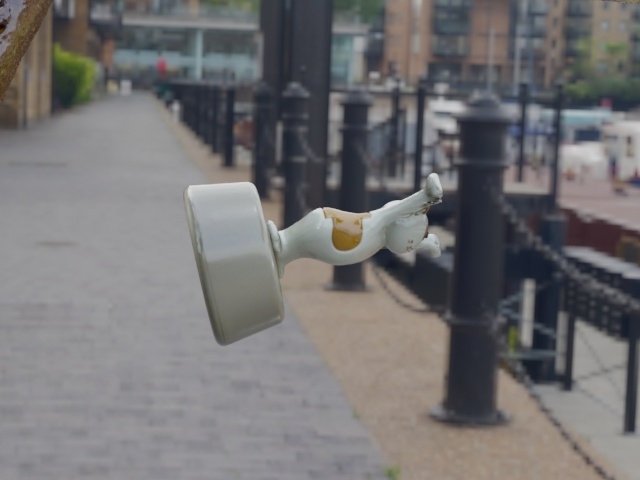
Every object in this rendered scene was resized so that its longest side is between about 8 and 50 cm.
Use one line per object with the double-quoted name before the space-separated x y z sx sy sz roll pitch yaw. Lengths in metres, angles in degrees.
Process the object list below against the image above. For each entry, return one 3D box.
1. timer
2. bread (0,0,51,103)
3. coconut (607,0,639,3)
"timer" 0.000 0.000 1.496 0.266 0.175 0.175 -13 7 -3
"bread" -0.257 -0.164 1.059 0.084 0.344 0.124 26 -21 -9
"coconut" 0.247 -0.337 1.303 0.259 0.259 0.259 2 6 0
